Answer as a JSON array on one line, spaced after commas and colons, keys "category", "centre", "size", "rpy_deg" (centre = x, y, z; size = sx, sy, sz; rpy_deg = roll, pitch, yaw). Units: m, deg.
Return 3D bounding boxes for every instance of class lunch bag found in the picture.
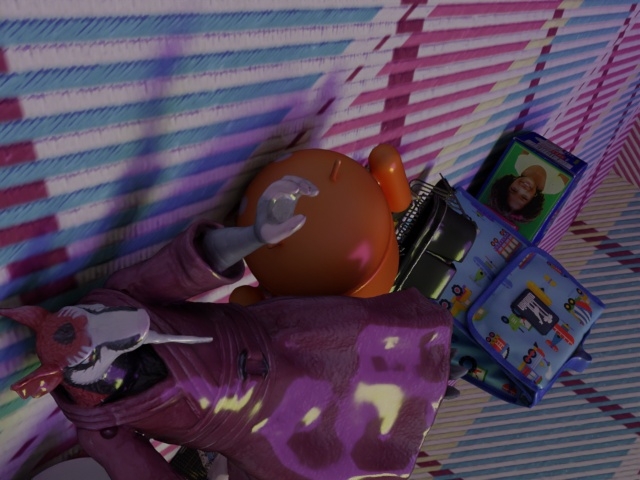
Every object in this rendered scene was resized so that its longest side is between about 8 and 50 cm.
[{"category": "lunch bag", "centre": [0.237, 0.097, 1.706], "size": [0.221, 0.293, 0.138], "rpy_deg": [-43, 161, -44]}]

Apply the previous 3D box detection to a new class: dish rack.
[{"category": "dish rack", "centre": [0.098, 0.021, 1.468], "size": [0.208, 0.074, 0.271], "rpy_deg": [-58, -169, 15]}]

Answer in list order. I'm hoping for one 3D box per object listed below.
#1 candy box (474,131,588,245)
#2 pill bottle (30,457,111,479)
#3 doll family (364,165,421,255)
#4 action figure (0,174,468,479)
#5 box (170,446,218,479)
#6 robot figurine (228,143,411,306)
[{"category": "candy box", "centre": [0.288, -0.010, 1.992], "size": [0.317, 0.122, 0.268], "rpy_deg": [-60, 169, 14]}, {"category": "pill bottle", "centre": [-0.157, 0.270, 1.032], "size": [0.161, 0.161, 0.283], "rpy_deg": [-53, 164, -11]}, {"category": "doll family", "centre": [0.047, -0.013, 1.290], "size": [0.111, 0.076, 0.193], "rpy_deg": [-54, 162, 12]}, {"category": "action figure", "centre": [-0.075, 0.081, 0.872], "size": [0.370, 0.275, 0.248], "rpy_deg": [19, 84, -43]}, {"category": "box", "centre": [-0.051, 0.317, 1.284], "size": [0.216, 0.270, 0.060], "rpy_deg": [-54, 165, -11]}, {"category": "robot figurine", "centre": [0.001, -0.002, 1.032], "size": [0.219, 0.158, 0.128], "rpy_deg": [65, 17, -74]}]
